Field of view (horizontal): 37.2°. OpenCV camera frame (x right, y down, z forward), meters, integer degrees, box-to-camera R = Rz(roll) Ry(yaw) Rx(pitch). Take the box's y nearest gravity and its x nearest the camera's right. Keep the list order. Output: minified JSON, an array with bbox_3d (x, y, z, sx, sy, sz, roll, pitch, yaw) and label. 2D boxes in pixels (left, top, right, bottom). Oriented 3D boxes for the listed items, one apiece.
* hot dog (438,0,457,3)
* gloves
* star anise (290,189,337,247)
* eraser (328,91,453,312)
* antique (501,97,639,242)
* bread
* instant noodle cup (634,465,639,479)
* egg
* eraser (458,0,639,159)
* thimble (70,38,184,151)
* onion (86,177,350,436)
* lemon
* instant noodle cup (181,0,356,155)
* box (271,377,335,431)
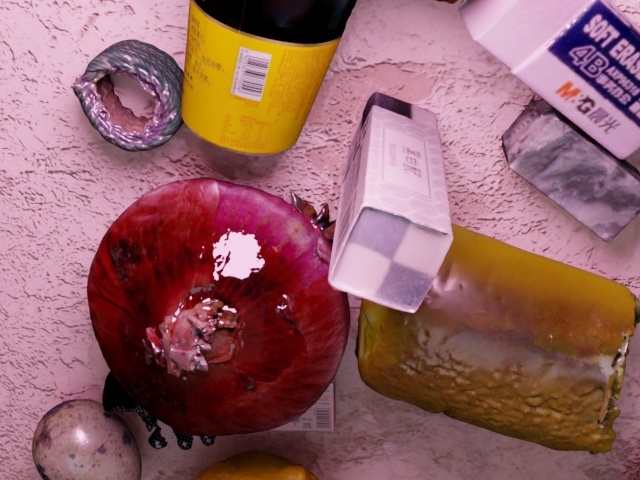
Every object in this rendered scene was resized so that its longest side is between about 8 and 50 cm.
[{"bbox_3d":[0.018,-0.379,0.992,0.388,0.267,0.174,18,124,-1],"label":"hot dog"},{"bbox_3d":[-0.213,0.232,1.392,0.181,0.106,0.129,24,121,-39],"label":"gloves"},{"bbox_3d":[-0.007,0.008,1.281,0.124,0.056,0.129,22,112,5],"label":"star anise"},{"bbox_3d":[0.078,-0.060,1.054,0.096,0.404,0.098,21,114,-4],"label":"eraser"},{"bbox_3d":[0.316,-0.093,1.197,0.183,0.088,0.086,36,112,-11],"label":"antique"},{"bbox_3d":[0.226,0.131,1.253,0.377,0.208,0.251,20,110,-1],"label":"bread"},{"bbox_3d":[0.510,0.416,1.390,0.169,0.168,0.184,7,108,1],"label":"instant noodle cup"},{"bbox_3d":[-0.340,0.317,1.403,0.141,0.141,0.181,-35,104,18],"label":"egg"},{"bbox_3d":[0.300,-0.216,1.092,0.287,0.086,0.130,28,120,-32],"label":"eraser"},{"bbox_3d":[-0.231,-0.182,1.194,0.118,0.090,0.135,-39,104,16],"label":"thimble"},{"bbox_3d":[-0.140,0.096,1.187,0.348,0.285,0.347,2,101,9],"label":"onion"},{"bbox_3d":[-0.099,0.438,1.389,0.268,0.267,0.267,2,115,3],"label":"lemon"},{"bbox_3d":[-0.070,-0.233,1.107,0.216,0.215,0.236,16,122,-3],"label":"instant noodle cup"},{"bbox_3d":[-0.040,0.233,1.396,0.125,0.043,0.089,2,115,4],"label":"box"}]
